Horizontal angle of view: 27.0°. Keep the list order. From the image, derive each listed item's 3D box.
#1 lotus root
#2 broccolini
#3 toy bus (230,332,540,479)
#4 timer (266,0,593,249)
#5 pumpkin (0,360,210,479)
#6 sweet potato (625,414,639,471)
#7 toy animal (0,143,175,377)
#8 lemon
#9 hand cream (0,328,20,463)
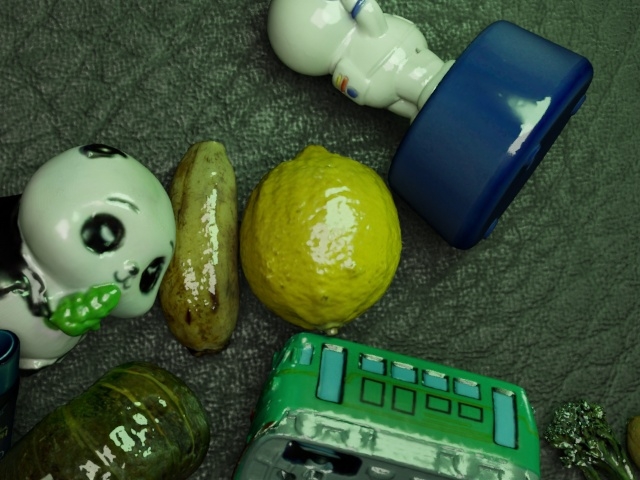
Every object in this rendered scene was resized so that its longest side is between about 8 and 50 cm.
[{"bbox_3d":[-0.148,0.010,1.600,0.097,0.110,0.259,10,77,-52],"label":"lotus root"},{"bbox_3d":[0.366,0.283,1.665,0.202,0.068,0.091,45,67,-2],"label":"broccolini"},{"bbox_3d":[0.079,0.235,1.558,0.343,0.184,0.199,15,46,-7],"label":"toy bus"},{"bbox_3d":[0.101,-0.200,1.598,0.383,0.270,0.270,36,81,9],"label":"timer"},{"bbox_3d":[-0.230,0.258,1.494,0.260,0.260,0.189,-39,90,-9],"label":"pumpkin"},{"bbox_3d":[0.474,0.305,1.682,0.233,0.062,0.081,39,81,-6],"label":"sweet potato"},{"bbox_3d":[-0.287,0.022,1.508,0.266,0.212,0.213,-28,89,17],"label":"toy animal"},{"bbox_3d":[0.000,0.000,1.573,0.192,0.192,0.231,-3,77,-8],"label":"lemon"},{"bbox_3d":[-0.381,0.221,1.478,0.061,0.120,0.271,28,126,16],"label":"hand cream"}]
